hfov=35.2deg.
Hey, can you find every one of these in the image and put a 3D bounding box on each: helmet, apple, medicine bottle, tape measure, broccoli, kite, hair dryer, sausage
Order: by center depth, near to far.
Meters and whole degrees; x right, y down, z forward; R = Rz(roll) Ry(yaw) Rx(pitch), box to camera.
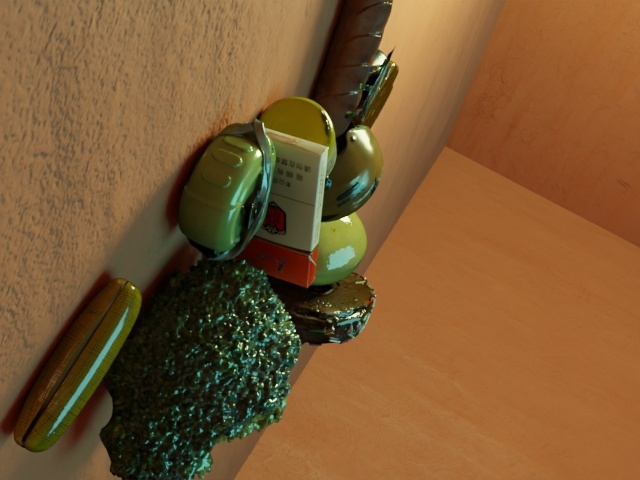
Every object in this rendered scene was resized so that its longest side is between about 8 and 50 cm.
[{"bbox_3d":[-0.122,-0.064,1.384,0.175,0.106,0.200,-57,169,-47],"label":"tape measure"},{"bbox_3d":[-0.170,0.214,1.525,0.302,0.249,0.375,82,32,-71],"label":"broccoli"},{"bbox_3d":[-0.034,-0.139,1.604,0.121,0.122,0.212,-60,172,-8],"label":"medicine bottle"},{"bbox_3d":[0.061,-0.337,1.670,0.088,0.088,0.433,-53,169,-45],"label":"sausage"},{"bbox_3d":[0.088,-0.262,1.747,0.285,0.015,0.152,-44,158,-73],"label":"kite"},{"bbox_3d":[0.083,-0.365,1.821,0.114,0.071,0.248,-53,160,-37],"label":"hair dryer"},{"bbox_3d":[0.031,-0.111,1.871,0.224,0.130,0.198,-47,-171,3],"label":"helmet"},{"bbox_3d":[0.000,0.000,2.071,0.200,0.200,0.200,-59,171,-15],"label":"apple"}]

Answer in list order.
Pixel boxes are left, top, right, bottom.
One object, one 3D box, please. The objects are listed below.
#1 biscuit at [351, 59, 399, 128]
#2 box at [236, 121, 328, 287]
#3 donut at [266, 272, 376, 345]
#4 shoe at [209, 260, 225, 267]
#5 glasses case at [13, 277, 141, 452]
[{"bbox_3d":[0.096,-0.281,2.108,0.208,0.041,0.290,-61,175,6],"label":"biscuit"},{"bbox_3d":[-0.064,-0.049,1.511,0.035,0.139,0.245,-53,157,-50],"label":"box"},{"bbox_3d":[-0.016,0.129,2.128,0.270,0.270,0.103,-46,150,-61],"label":"donut"},{"bbox_3d":[-0.120,-0.015,1.676,0.227,0.125,0.099,-40,142,20],"label":"shoe"},{"bbox_3d":[-0.292,0.150,1.227,0.234,0.064,0.079,-60,179,-16],"label":"glasses case"}]
